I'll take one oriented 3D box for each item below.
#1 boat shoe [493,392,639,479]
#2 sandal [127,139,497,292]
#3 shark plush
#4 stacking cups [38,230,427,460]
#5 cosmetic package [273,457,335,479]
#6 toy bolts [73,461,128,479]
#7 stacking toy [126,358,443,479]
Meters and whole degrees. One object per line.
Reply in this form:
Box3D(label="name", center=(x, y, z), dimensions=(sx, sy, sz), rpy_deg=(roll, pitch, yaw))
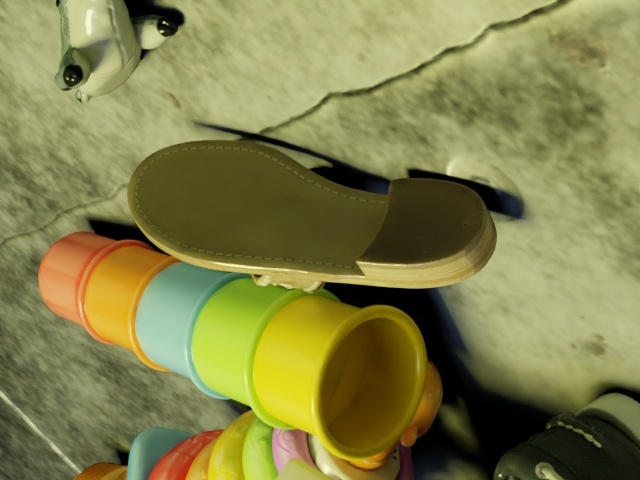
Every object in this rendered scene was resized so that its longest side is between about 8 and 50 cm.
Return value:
Box3D(label="boat shoe", center=(0.205, 0.232, 1.003), dimensions=(0.302, 0.091, 0.114), rpy_deg=(55, 153, 20))
Box3D(label="sandal", center=(-0.003, 0.005, 1.040), dimensions=(0.240, 0.088, 0.079), rpy_deg=(8, 146, 32))
Box3D(label="shark plush", center=(-0.133, -0.124, 1.066), dimensions=(0.067, 0.073, 0.161), rpy_deg=(59, 172, 3))
Box3D(label="stacking cups", center=(-0.077, 0.050, 1.160), dimensions=(0.316, 0.096, 0.096), rpy_deg=(18, 145, 44))
Box3D(label="cosmetic package", center=(0.095, 0.354, 1.156), dimensions=(0.230, 0.161, 0.453), rpy_deg=(26, 158, 39))
Box3D(label="toy bolts", center=(-0.164, 0.330, 1.535), dimensions=(0.158, 0.228, 0.218), rpy_deg=(23, 139, 29))
Box3D(label="stacking toy", center=(-0.003, 0.158, 1.214), dimensions=(0.165, 0.175, 0.302), rpy_deg=(19, 139, -24))
